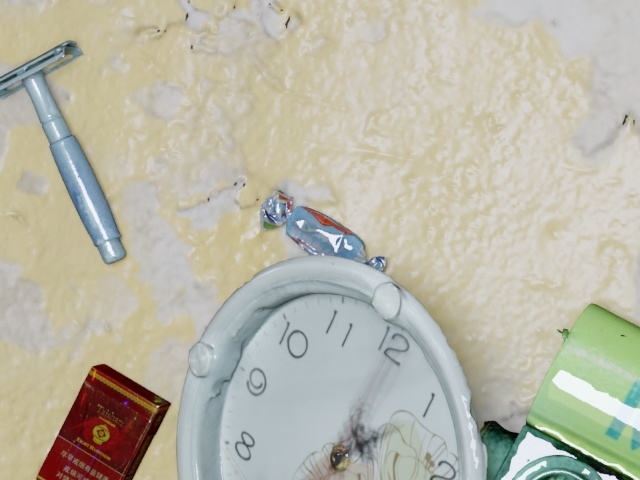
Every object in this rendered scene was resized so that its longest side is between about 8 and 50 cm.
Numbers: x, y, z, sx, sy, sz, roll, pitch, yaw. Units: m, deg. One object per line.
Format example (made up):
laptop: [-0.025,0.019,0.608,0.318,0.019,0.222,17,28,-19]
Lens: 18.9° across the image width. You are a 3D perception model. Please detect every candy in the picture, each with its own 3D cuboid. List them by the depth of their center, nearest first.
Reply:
candy: [0.000,0.000,1.147,0.083,0.020,0.030,35,99,11]

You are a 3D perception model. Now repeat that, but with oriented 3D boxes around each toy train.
toy train: [0.213,0.138,1.053,0.253,0.105,0.157,28,86,16]

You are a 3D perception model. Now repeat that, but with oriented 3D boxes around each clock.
clock: [0.011,0.126,1.103,0.236,0.053,0.236,-1,88,42]

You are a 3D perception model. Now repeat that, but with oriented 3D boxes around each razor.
razor: [-0.154,-0.048,1.186,0.068,0.040,0.135,-26,88,15]

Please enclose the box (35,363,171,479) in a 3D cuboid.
box: [-0.134,0.123,1.184,0.051,0.023,0.082,29,98,13]
